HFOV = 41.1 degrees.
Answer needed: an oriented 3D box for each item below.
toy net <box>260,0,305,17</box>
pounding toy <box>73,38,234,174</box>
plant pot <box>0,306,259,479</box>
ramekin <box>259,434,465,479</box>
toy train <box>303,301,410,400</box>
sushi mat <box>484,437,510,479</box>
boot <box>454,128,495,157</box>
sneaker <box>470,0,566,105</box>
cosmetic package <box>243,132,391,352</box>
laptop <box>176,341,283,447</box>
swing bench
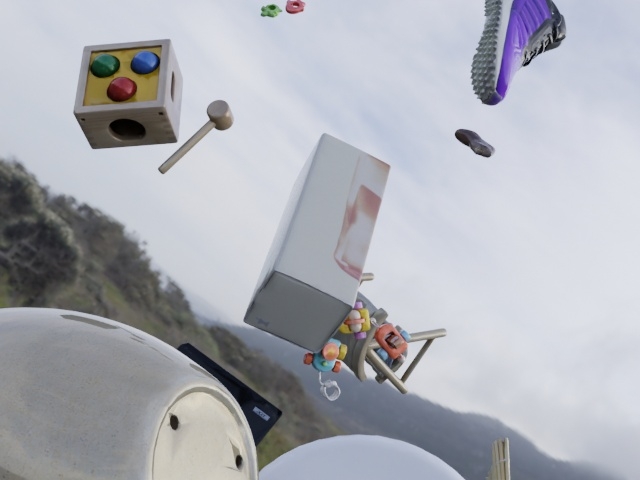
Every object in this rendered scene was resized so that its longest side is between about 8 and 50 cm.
[{"bbox_3d":[-0.033,-0.508,1.673,0.122,0.232,0.045,54,-25,31],"label":"toy net"},{"bbox_3d":[-0.229,-0.190,1.187,0.206,0.181,0.094,-4,-32,4],"label":"pounding toy"},{"bbox_3d":[-0.156,0.175,0.602,0.191,0.284,0.284,-12,-35,25],"label":"plant pot"},{"bbox_3d":[0.029,0.298,0.711,0.277,0.277,0.135,35,-28,14],"label":"ramekin"},{"bbox_3d":[0.058,0.166,1.307,0.125,0.166,0.046,57,-16,-3],"label":"toy train"},{"bbox_3d":[0.184,0.367,0.846,0.019,0.316,0.151,-1,-35,7],"label":"sushi mat"},{"bbox_3d":[0.337,-0.215,1.891,0.106,0.037,0.114,28,18,13],"label":"boot"},{"bbox_3d":[0.358,-0.356,1.488,0.146,0.293,0.102,17,-22,-8],"label":"sneaker"},{"bbox_3d":[0.000,0.000,1.301,0.129,0.296,0.153,25,-40,-8],"label":"cosmetic package"},{"bbox_3d":[-0.223,0.358,1.476,0.234,0.264,0.136,32,31,25],"label":"laptop"},{"bbox_3d":[0.073,0.165,1.754,0.255,0.165,0.253,22,14,-49],"label":"swing bench"}]
